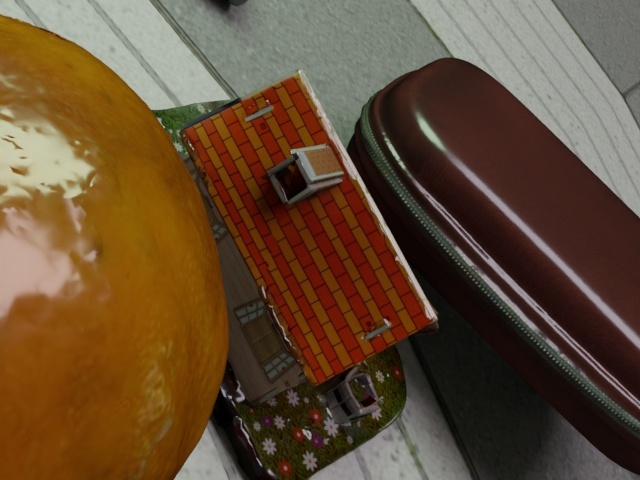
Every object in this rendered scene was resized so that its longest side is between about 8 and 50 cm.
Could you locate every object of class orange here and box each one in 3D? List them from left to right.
[{"bbox_3d":[-0.175,0.018,0.439,0.283,0.226,0.284,15,27,-8],"label":"orange"}]

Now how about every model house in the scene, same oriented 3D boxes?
[{"bbox_3d":[-0.001,-0.001,0.755,0.207,0.154,0.294,-18,78,-52],"label":"model house"}]

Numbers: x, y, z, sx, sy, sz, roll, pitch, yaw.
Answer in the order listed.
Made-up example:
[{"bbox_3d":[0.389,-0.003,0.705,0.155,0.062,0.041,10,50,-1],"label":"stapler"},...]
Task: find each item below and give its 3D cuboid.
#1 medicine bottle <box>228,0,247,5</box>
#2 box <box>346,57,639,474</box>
[{"bbox_3d":[-0.090,-0.252,0.914,0.091,0.058,0.058,35,41,-28],"label":"medicine bottle"},{"bbox_3d":[0.193,0.015,0.895,0.404,0.108,0.263,45,30,4],"label":"box"}]
